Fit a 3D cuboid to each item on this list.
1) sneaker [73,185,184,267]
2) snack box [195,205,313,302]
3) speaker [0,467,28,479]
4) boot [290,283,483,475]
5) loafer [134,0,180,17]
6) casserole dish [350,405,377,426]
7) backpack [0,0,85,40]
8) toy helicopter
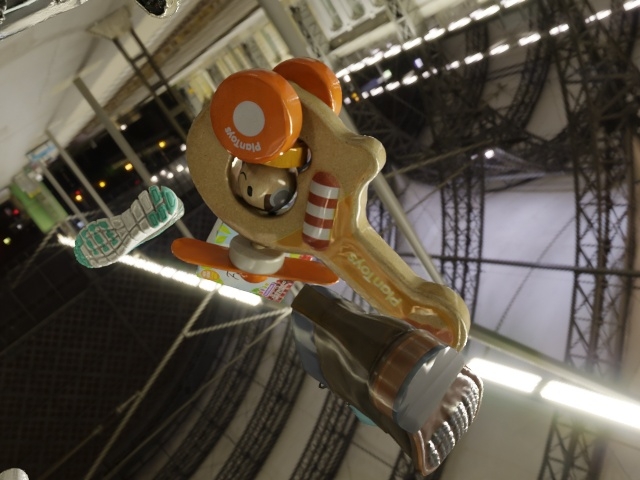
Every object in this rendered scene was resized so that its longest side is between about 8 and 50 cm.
[{"bbox_3d":[-0.253,-0.013,0.905,0.166,0.065,0.076,-27,174,9],"label":"sneaker"},{"bbox_3d":[-0.113,0.014,1.212,0.207,0.174,0.070,126,-23,-46],"label":"snack box"},{"bbox_3d":[-0.503,0.416,1.087,0.055,0.055,0.136,-40,-165,-20],"label":"speaker"},{"bbox_3d":[0.053,0.101,0.493,0.106,0.219,0.082,33,-107,31],"label":"boot"},{"bbox_3d":[-0.327,-0.494,1.155,0.094,0.251,0.087,-30,-146,11],"label":"loafer"},{"bbox_3d":[0.082,0.170,0.834,0.037,0.188,0.114,21,-115,31],"label":"casserole dish"},{"bbox_3d":[-0.436,-0.397,0.859,0.225,0.254,0.191,-33,-165,-15],"label":"backpack"},{"bbox_3d":[0.000,0.000,0.685,0.235,0.355,0.140,-46,179,29],"label":"toy helicopter"}]
